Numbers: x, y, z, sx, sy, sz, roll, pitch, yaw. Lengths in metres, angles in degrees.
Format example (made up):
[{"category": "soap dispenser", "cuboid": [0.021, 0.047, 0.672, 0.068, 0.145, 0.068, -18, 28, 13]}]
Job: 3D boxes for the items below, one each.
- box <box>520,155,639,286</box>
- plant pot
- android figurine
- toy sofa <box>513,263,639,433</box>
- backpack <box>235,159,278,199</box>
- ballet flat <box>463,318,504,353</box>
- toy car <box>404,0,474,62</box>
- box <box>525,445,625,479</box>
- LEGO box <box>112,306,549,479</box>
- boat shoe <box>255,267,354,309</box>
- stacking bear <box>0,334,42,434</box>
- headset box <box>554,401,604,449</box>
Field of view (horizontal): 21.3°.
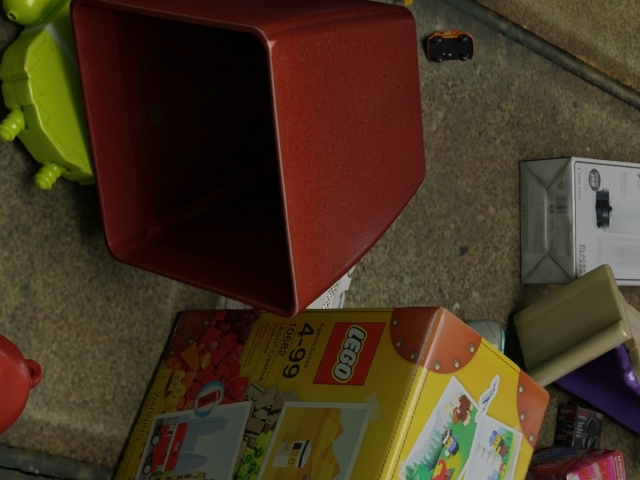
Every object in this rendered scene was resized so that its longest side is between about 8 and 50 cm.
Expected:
[{"category": "box", "cuboid": [0.390, -0.020, 2.273, 0.290, 0.087, 0.169, 1, 87, -45]}, {"category": "plant pot", "cuboid": [-0.048, -0.116, 1.604, 0.235, 0.267, 0.267, -26, 120, -40]}, {"category": "android figurine", "cuboid": [-0.220, -0.167, 1.685, 0.248, 0.056, 0.273, 54, 51, -30]}, {"category": "toy sofa", "cuboid": [0.418, 0.197, 2.201, 0.362, 0.150, 0.177, 32, 37, -42]}, {"category": "backpack", "cuboid": [-0.081, -0.043, 1.790, 0.114, 0.105, 0.084, -58, 148, -31]}, {"category": "ballet flat", "cuboid": [0.189, 0.204, 2.087, 0.068, 0.072, 0.213, 1, 86, -18]}, {"category": "toy car", "cuboid": [0.144, -0.271, 2.062, 0.040, 0.060, 0.122, -86, 154, -55]}, {"category": "box", "cuboid": [0.315, 0.399, 2.152, 0.128, 0.122, 0.257, -12, 97, -46]}, {"category": "LEGO box", "cuboid": [-0.042, 0.327, 1.619, 0.193, 0.372, 0.500, 38, 62, -37]}, {"category": "boat shoe", "cuboid": [0.000, 0.000, 1.876, 0.096, 0.098, 0.277, 14, 90, -50]}, {"category": "stacking bear", "cuboid": [-0.352, 0.188, 1.471, 0.164, 0.175, 0.289, 88, 24, -44]}, {"category": "headset box", "cuboid": [0.342, 0.256, 2.251, 0.062, 0.032, 0.083, 21, 75, -43]}]
